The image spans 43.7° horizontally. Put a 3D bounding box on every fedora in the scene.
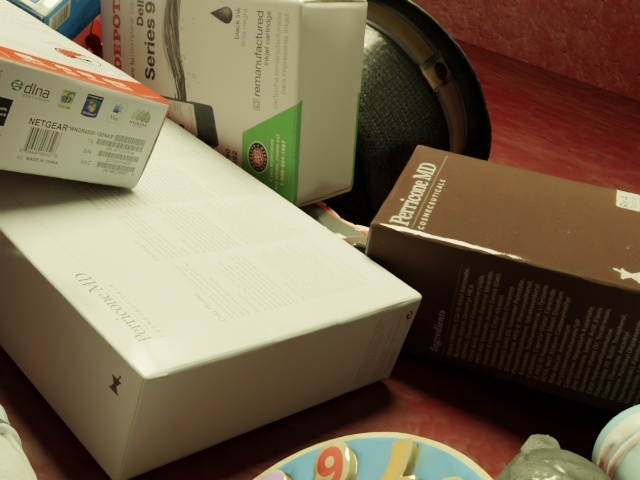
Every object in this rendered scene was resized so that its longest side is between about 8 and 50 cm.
[{"bbox_3d":[0.045,-0.147,0.997,0.334,0.334,0.152,28,56,20],"label":"fedora"}]

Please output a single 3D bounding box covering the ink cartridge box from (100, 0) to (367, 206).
[{"bbox_3d":[-0.105,-0.174,0.890,0.289,0.211,0.121,16,24,33],"label":"ink cartridge box"}]

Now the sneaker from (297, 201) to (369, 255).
[{"bbox_3d":[0.000,0.000,0.861,0.158,0.061,0.065,18,32,0],"label":"sneaker"}]

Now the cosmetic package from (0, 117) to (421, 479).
[{"bbox_3d":[-0.147,0.009,0.682,0.377,0.097,0.284,36,27,34],"label":"cosmetic package"}]

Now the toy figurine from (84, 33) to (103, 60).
[{"bbox_3d":[-0.222,-0.268,1.084,0.210,0.213,0.148,22,33,1],"label":"toy figurine"}]

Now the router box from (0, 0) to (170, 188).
[{"bbox_3d":[-0.337,-0.157,0.606,0.301,0.082,0.335,33,15,31],"label":"router box"}]

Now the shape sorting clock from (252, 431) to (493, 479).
[{"bbox_3d":[-0.001,0.173,0.364,0.040,0.206,0.206,55,3,-34],"label":"shape sorting clock"}]

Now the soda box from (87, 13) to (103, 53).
[{"bbox_3d":[-0.244,-0.323,1.321,0.263,0.092,0.083,12,23,-17],"label":"soda box"}]

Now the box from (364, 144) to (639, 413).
[{"bbox_3d":[0.243,0.041,0.755,0.381,0.143,0.191,13,33,14],"label":"box"}]

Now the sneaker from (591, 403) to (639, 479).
[{"bbox_3d":[0.374,0.231,0.569,0.319,0.127,0.208,7,23,-4],"label":"sneaker"}]

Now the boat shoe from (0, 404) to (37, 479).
[{"bbox_3d":[-0.260,0.151,0.279,0.156,0.135,0.367,40,22,33],"label":"boat shoe"}]

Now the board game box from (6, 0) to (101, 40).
[{"bbox_3d":[-0.362,-0.388,0.927,0.302,0.086,0.308,30,55,-1],"label":"board game box"}]

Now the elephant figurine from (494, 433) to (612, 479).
[{"bbox_3d":[0.164,0.233,0.410,0.239,0.186,0.169,40,-13,19],"label":"elephant figurine"}]
